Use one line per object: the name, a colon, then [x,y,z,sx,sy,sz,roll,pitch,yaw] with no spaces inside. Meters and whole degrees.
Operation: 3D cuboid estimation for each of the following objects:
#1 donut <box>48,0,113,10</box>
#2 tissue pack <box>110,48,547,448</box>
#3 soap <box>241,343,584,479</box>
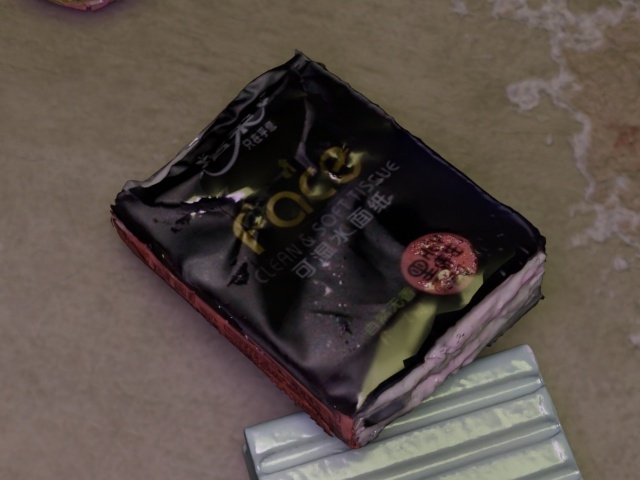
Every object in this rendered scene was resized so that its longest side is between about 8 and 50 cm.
donut: [-0.221,-0.281,1.250,0.166,0.065,0.108,-36,77,-18]
tissue pack: [0.000,0.000,1.095,0.245,0.123,0.332,-38,58,-20]
soap: [0.080,0.205,1.086,0.265,0.087,0.160,-16,71,-11]
